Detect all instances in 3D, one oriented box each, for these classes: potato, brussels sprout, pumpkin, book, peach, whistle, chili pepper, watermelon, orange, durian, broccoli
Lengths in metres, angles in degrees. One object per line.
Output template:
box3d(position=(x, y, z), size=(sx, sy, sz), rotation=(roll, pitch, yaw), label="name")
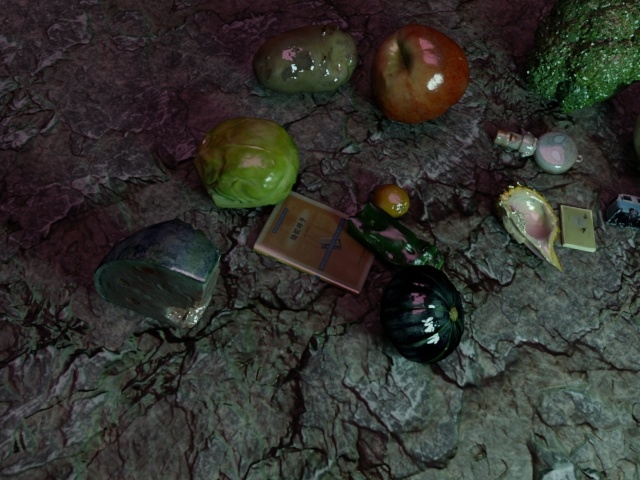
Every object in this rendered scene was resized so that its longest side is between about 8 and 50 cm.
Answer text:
box3d(position=(-0.037, -0.434, 1.490), size=(0.262, 0.165, 0.165), rotation=(-8, 63, -18), label="potato")
box3d(position=(-0.153, -0.168, 1.308), size=(0.223, 0.161, 0.223), rotation=(4, 68, -9), label="brussels sprout")
box3d(position=(0.198, 0.139, 1.193), size=(0.150, 0.194, 0.194), rotation=(20, 55, 34), label="pumpkin")
box3d(position=(0.598, -0.030, 1.447), size=(0.077, 0.014, 0.111), rotation=(11, 60, -4), label="book")
box3d(position=(0.241, -0.388, 1.484), size=(0.232, 0.257, 0.232), rotation=(-7, 76, 31), label="peach")
box3d(position=(0.533, -0.226, 1.527), size=(0.220, 0.057, 0.107), rotation=(16, 73, 5), label="whistle")
box3d(position=(0.155, -0.001, 1.313), size=(0.224, 0.061, 0.098), rotation=(34, 66, -1), label="chili pepper")
box3d(position=(0.000, 0.000, 1.324), size=(0.242, 0.018, 0.170), rotation=(23, 59, 3), label="book")
box3d(position=(-0.263, 0.058, 1.132), size=(0.226, 0.318, 0.148), rotation=(50, 50, -28), label="watermelon")
box3d(position=(0.156, -0.086, 1.367), size=(0.085, 0.085, 0.085), rotation=(4, 60, -8), label="orange")
box3d(position=(0.468, -0.022, 1.391), size=(0.140, 0.078, 0.224), rotation=(-16, 75, -31), label="durian")
box3d(position=(0.695, -0.495, 1.572), size=(0.321, 0.310, 0.413), rotation=(-16, 30, -25), label="broccoli")

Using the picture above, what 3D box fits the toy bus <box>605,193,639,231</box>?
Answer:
box3d(position=(0.740, -0.068, 1.469), size=(0.123, 0.060, 0.074), rotation=(11, 55, -6), label="toy bus")

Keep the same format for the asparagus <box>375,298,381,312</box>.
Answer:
box3d(position=(0.191, 0.109, 1.289), size=(0.165, 0.030, 0.036), rotation=(-20, 42, -18), label="asparagus")

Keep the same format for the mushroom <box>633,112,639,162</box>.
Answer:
box3d(position=(0.869, -0.187, 1.429), size=(0.314, 0.314, 0.336), rotation=(30, 60, 8), label="mushroom")
